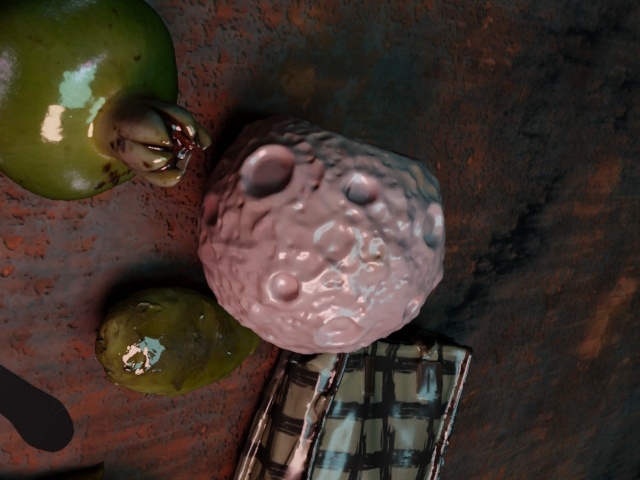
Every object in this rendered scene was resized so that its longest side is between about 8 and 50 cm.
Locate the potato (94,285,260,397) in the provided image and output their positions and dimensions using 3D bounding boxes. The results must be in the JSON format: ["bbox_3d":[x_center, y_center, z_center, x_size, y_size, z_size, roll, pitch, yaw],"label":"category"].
[{"bbox_3d":[-0.146,0.107,0.896,0.225,0.090,0.117,4,103,-53],"label":"potato"}]

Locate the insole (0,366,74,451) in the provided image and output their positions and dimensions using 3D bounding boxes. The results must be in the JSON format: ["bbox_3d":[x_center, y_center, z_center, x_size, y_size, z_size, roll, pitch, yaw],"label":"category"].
[{"bbox_3d":[-0.302,0.175,0.847,0.053,0.002,0.153,-47,137,-13],"label":"insole"}]

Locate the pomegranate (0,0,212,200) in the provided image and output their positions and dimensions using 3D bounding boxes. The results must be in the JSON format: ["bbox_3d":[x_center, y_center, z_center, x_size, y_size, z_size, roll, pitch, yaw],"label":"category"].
[{"bbox_3d":[-0.182,-0.123,0.646,0.179,0.210,0.179,2,87,-48],"label":"pomegranate"}]

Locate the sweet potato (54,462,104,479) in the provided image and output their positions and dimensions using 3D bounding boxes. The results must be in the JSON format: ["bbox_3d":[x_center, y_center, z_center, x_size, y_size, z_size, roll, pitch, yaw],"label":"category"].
[{"bbox_3d":[-0.327,0.279,0.836,0.274,0.067,0.067,-3,115,-55],"label":"sweet potato"}]

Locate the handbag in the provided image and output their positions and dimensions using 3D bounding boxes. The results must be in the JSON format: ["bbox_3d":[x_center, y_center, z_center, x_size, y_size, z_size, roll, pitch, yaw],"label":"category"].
[{"bbox_3d":[0.046,0.275,1.131,0.325,0.162,0.327,12,98,-49],"label":"handbag"}]

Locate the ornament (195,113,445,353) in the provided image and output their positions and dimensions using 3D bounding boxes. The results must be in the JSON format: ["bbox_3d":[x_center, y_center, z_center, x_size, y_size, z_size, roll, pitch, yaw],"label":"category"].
[{"bbox_3d":[0.000,0.000,0.849,0.259,0.259,0.225,12,100,-47],"label":"ornament"}]
